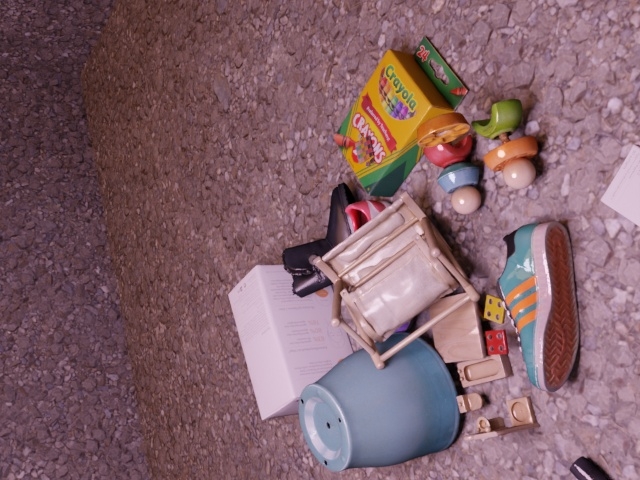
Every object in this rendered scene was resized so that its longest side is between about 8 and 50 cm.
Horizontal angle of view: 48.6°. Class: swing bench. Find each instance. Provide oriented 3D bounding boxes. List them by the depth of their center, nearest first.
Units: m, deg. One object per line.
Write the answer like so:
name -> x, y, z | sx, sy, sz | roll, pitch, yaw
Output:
swing bench -> 0.146, 0.075, 1.454 | 0.253, 0.165, 0.254 | -37, 29, 12

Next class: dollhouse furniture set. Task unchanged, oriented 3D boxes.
dollhouse furniture set -> 0.307, 0.301, 1.367 | 0.144, 0.123, 0.151 | -30, 66, 48

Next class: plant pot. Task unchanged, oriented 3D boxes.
plant pot -> 0.105, 0.356, 1.486 | 0.272, 0.255, 0.271 | 24, 121, 50

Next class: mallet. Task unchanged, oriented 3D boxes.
mallet -> 0.452, 0.473, 1.255 | 0.062, 0.039, 0.189 | 36, 122, 45

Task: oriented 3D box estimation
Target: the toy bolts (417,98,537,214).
toy bolts -> 0.281, -0.142, 1.364 | 0.228, 0.218, 0.158 | 137, 118, -65

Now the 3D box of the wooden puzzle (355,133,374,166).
wooden puzzle -> 0.100, -0.205, 1.608 | 0.049, 0.006, 0.083 | -25, 70, 50

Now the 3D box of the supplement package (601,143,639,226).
supplement package -> 0.544, -0.057, 1.075 | 0.179, 0.105, 0.105 | 47, 125, 42

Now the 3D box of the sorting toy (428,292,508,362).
sorting toy -> 0.294, 0.177, 1.443 | 0.274, 0.046, 0.132 | -23, 71, 55

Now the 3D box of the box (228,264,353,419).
box -> -0.066, 0.248, 1.784 | 0.168, 0.215, 0.345 | -43, 56, 44

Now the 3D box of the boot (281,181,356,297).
boot -> 0.000, 0.000, 1.724 | 0.207, 0.094, 0.246 | -16, 80, 15

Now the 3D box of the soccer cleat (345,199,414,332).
soccer cleat -> 0.130, 0.061, 1.607 | 0.109, 0.116, 0.318 | -26, 69, 50

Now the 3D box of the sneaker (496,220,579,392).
sneaker -> 0.387, 0.119, 1.288 | 0.121, 0.108, 0.302 | -11, 73, 53

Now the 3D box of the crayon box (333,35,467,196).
crayon box -> 0.169, -0.278, 1.591 | 0.318, 0.081, 0.202 | -56, 48, 35
